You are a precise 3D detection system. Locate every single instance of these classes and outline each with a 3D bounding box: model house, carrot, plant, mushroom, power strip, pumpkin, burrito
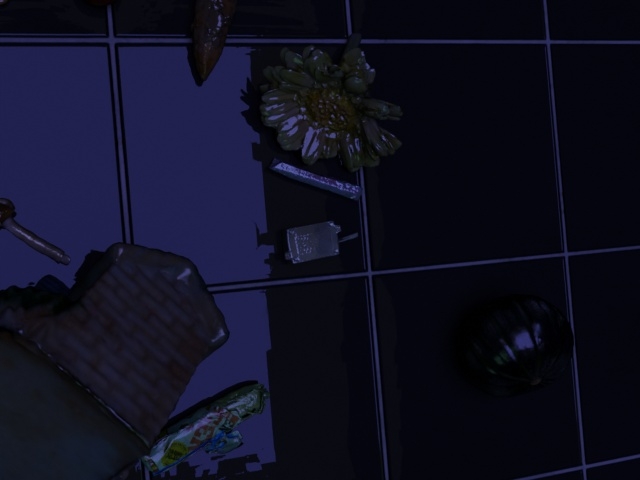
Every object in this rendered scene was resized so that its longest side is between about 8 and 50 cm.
[{"bbox_3d":[-0.405,0.194,1.330,0.395,0.445,0.400,43,37,-7],"label":"model house"},{"bbox_3d":[-0.210,-0.446,1.574,0.101,0.102,0.263,11,91,-18],"label":"carrot"},{"bbox_3d":[0.006,-0.286,1.612,0.261,0.297,0.306,-25,141,5],"label":"plant"},{"bbox_3d":[-0.539,-0.017,1.461,0.187,0.060,0.061,36,70,-20],"label":"mushroom"},{"bbox_3d":[0.000,0.000,1.647,0.175,0.042,0.075,-10,92,-20],"label":"power strip"},{"bbox_3d":[0.418,0.222,1.709,0.249,0.216,0.250,-5,121,-9],"label":"pumpkin"},{"bbox_3d":[-0.220,0.379,1.553,0.288,0.054,0.104,-29,98,-17],"label":"burrito"}]

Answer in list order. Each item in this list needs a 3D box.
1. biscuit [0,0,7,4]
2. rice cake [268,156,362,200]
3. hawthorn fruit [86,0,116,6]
[{"bbox_3d":[-0.639,-0.486,1.456,0.184,0.027,0.134,-28,99,-17],"label":"biscuit"},{"bbox_3d":[-0.010,-0.128,1.654,0.207,0.033,0.033,18,92,-16],"label":"rice cake"},{"bbox_3d":[-0.423,-0.487,1.505,0.093,0.093,0.093,1,88,-19],"label":"hawthorn fruit"}]
